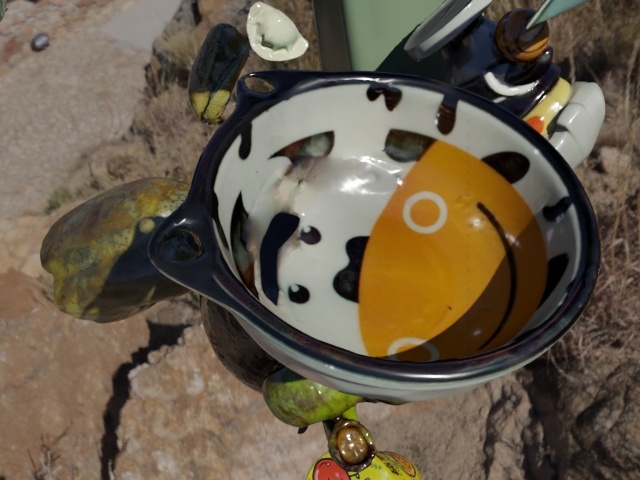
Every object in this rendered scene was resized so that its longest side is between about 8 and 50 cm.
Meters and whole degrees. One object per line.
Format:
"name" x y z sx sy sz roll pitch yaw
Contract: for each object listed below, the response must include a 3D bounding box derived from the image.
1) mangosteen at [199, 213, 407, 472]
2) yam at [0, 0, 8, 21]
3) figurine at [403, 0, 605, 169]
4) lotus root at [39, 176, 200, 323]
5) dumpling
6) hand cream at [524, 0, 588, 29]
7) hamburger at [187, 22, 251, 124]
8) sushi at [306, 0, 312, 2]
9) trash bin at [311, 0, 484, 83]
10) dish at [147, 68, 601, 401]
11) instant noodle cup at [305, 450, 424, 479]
"mangosteen" 0.018 0.090 0.770 0.306 0.306 0.359 -15 65 -9
"yam" -0.495 -0.372 0.785 0.154 0.254 0.154 0 72 -1
"figurine" 0.222 -0.173 0.743 0.133 0.236 0.176 -48 19 -10
"lotus root" -0.324 0.014 1.192 0.346 0.250 0.250 -18 40 32
"dumpling" -0.059 -0.252 0.802 0.059 0.077 0.043 -54 35 2
"hand cream" 0.260 -0.240 0.467 0.070 0.111 0.312 46 57 8
"hamburger" -0.283 -0.446 1.744 0.134 0.285 0.265 27 91 -10
"sushi" -0.078 -0.584 1.269 0.100 0.296 0.373 -25 72 18
"trash bin" 0.109 -0.272 0.913 0.223 0.343 0.158 -24 32 -17
"dish" 0.042 0.004 0.478 0.303 0.120 0.303 3 51 -4
"instant noodle cup" 0.084 0.423 1.063 0.182 0.144 0.182 -6 78 32
